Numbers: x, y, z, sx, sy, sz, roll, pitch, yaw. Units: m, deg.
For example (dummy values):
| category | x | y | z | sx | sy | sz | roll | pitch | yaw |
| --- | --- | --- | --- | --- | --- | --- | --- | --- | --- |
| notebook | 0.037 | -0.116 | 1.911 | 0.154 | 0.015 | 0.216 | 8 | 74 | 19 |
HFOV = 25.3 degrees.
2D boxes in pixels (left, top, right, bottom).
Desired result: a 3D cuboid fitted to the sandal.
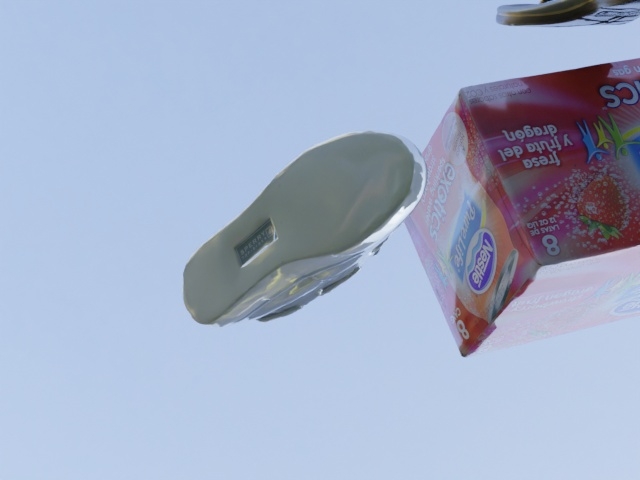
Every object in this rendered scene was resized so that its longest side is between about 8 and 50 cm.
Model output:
| category | x | y | z | sx | sy | sz | roll | pitch | yaw |
| --- | --- | --- | --- | --- | --- | --- | --- | --- | --- |
| sandal | 0.191 | -0.174 | 0.970 | 0.180 | 0.072 | 0.049 | -4 | -90 | 60 |

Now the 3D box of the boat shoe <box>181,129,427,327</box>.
| category | x | y | z | sx | sy | sz | roll | pitch | yaw |
| --- | --- | --- | --- | --- | --- | --- | --- | --- | --- |
| boat shoe | 0.000 | 0.000 | 0.794 | 0.184 | 0.063 | 0.066 | -40 | -121 | 34 |

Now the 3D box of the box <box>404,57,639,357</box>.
| category | x | y | z | sx | sy | sz | roll | pitch | yaw |
| --- | --- | --- | --- | --- | --- | --- | --- | --- | --- |
| box | 0.228 | -0.034 | 1.034 | 0.154 | 0.300 | 0.142 | 120 | -46 | -57 |
